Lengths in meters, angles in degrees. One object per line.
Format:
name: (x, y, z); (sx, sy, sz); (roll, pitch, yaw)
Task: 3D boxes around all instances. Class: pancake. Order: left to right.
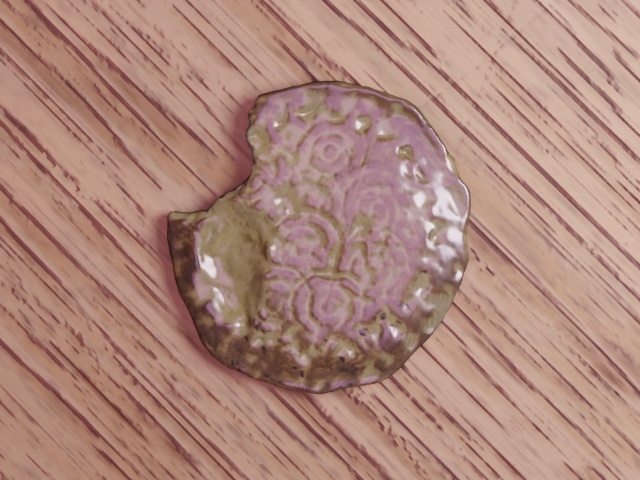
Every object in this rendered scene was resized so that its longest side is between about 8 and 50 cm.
pancake: (0.000, 0.000, 1.060); (0.212, 0.029, 0.235); (45, 99, 3)
